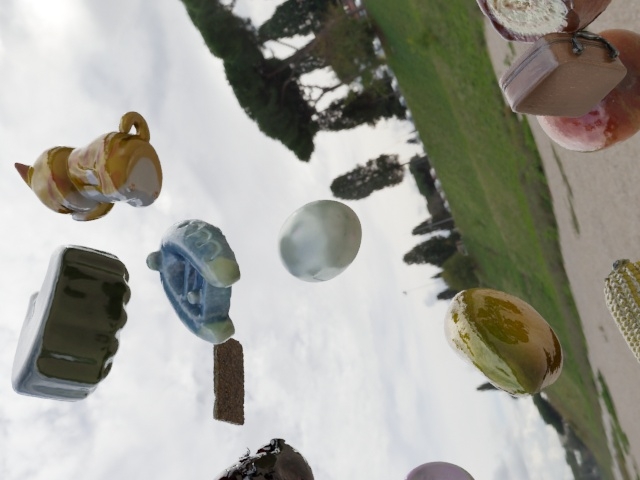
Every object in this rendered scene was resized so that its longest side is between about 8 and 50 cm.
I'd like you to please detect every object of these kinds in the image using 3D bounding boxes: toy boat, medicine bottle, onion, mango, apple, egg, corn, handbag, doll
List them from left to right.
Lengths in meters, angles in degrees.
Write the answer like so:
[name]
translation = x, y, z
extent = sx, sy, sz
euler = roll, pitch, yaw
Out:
[doll]
translation = -0.444, -0.128, 1.219
extent = 0.166, 0.269, 0.162
euler = 39, -142, -68
[toy boat]
translation = -0.268, 0.073, 1.249
extent = 0.330, 0.123, 0.215
euler = 43, 131, 52
[onion]
translation = -0.119, 0.563, 1.358
extent = 0.281, 0.280, 0.221
euler = -44, -45, -71
[egg]
translation = 0.000, 0.000, 1.188
extent = 0.151, 0.209, 0.151
euler = 11, -115, -25
[medicine bottle]
translation = 0.233, 0.566, 1.180
extent = 0.152, 0.151, 0.255
euler = -68, -27, -65
[mango]
translation = 0.258, 0.144, 0.877
extent = 0.176, 0.119, 0.317
euler = 35, -167, 7
[handbag]
translation = 0.419, -0.283, 1.058
extent = 0.193, 0.151, 0.072
euler = -2, -119, -27
[apple]
translation = 0.644, -0.349, 1.392
extent = 0.251, 0.293, 0.163
euler = 53, -171, 5
[corn]
translation = 0.671, 0.203, 1.179
extent = 0.144, 0.143, 0.387
euler = 49, -159, -49

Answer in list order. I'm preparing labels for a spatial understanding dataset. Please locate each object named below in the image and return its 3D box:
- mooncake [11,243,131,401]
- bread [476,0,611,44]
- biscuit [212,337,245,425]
[mooncake]
translation = -0.556, 0.190, 1.390
extent = 0.187, 0.351, 0.351
euler = 22, -136, -30
[bread]
translation = 0.392, -0.432, 1.069
extent = 0.190, 0.123, 0.244
euler = 52, 175, -26
[biscuit]
translation = -0.236, 0.357, 1.598
extent = 0.131, 0.025, 0.231
euler = 41, -142, -55
